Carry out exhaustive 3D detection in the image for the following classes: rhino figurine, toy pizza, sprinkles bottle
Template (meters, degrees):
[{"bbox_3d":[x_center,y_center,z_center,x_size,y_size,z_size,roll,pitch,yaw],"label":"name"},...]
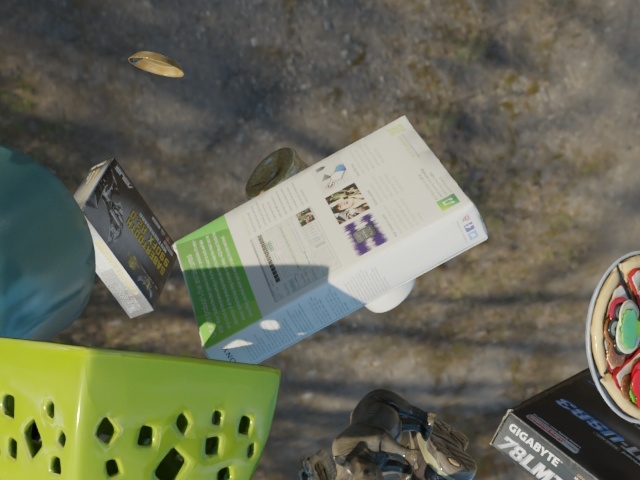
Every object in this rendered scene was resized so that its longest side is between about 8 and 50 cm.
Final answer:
[{"bbox_3d":[0.071,0.265,1.449,0.106,0.243,0.073,22,116,11],"label":"rhino figurine"},{"bbox_3d":[0.381,0.111,1.324,0.201,0.201,0.032,7,174,-36],"label":"toy pizza"},{"bbox_3d":[0.023,-0.015,2.062,0.121,0.121,0.355,-30,123,28],"label":"sprinkles bottle"}]

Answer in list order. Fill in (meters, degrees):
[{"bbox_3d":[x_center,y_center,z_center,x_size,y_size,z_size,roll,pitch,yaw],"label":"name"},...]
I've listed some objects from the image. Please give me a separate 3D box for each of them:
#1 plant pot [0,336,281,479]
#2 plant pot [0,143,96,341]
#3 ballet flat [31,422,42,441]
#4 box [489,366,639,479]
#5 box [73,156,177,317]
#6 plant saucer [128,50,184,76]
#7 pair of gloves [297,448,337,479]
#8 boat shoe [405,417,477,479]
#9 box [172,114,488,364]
[{"bbox_3d":[-0.196,0.203,1.067,0.228,0.207,0.227,11,171,-43],"label":"plant pot"},{"bbox_3d":[-0.461,0.048,1.416,0.293,0.293,0.235,-27,-168,24],"label":"plant pot"},{"bbox_3d":[-0.446,0.344,1.631,0.058,0.250,0.084,-10,141,42],"label":"ballet flat"},{"bbox_3d":[0.429,0.314,1.612,0.293,0.295,0.073,-9,130,-53],"label":"box"},{"bbox_3d":[-0.354,-0.006,2.045,0.056,0.183,0.231,-20,118,22],"label":"box"},{"bbox_3d":[-0.238,-0.259,1.672,0.083,0.015,0.083,13,174,1],"label":"plant saucer"},{"bbox_3d":[0.030,0.457,1.861,0.042,0.240,0.204,-23,170,12],"label":"pair of gloves"},{"bbox_3d":[0.212,0.431,2.260,0.130,0.132,0.355,-59,180,6],"label":"boat shoe"},{"bbox_3d":[0.000,0.000,1.283,0.322,0.232,0.058,-28,123,1],"label":"box"}]
